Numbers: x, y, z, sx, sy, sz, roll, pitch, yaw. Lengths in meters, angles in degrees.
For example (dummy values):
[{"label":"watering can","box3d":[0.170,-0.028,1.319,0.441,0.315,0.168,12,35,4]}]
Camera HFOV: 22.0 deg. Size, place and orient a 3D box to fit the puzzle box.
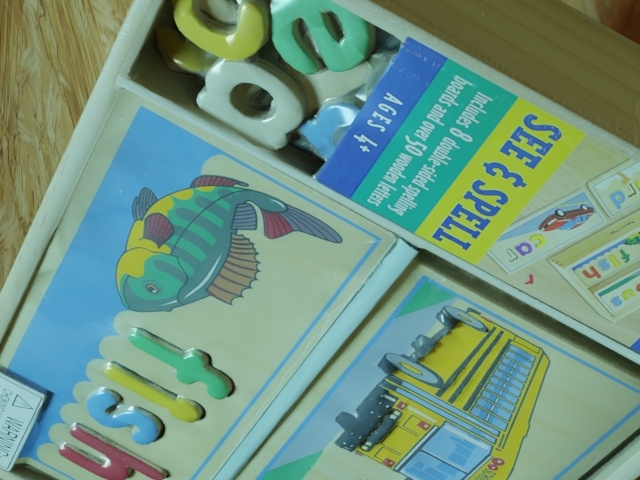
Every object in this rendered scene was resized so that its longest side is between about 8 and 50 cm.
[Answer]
[{"label":"puzzle box","box3d":[0.004,0.043,0.705,0.409,0.272,0.052,-55,10,50]}]
